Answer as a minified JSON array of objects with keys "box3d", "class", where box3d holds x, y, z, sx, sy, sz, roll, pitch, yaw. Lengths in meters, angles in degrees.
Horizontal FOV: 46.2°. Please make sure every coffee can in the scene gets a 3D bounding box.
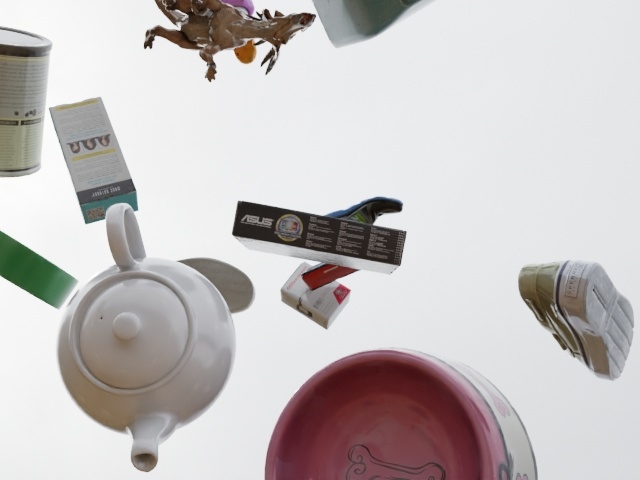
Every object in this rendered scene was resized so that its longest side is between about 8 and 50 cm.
[{"box3d":[-0.676,-0.293,1.564,0.201,0.201,0.275,14,-69,4],"class":"coffee can"}]

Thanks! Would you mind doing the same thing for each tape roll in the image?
[{"box3d":[-0.658,0.029,1.548,0.321,0.077,0.321,29,-14,8],"class":"tape roll"}]

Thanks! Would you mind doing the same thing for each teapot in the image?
[{"box3d":[-0.229,0.120,0.958,0.256,0.252,0.187,33,-17,11],"class":"teapot"}]

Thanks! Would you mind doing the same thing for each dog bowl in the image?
[{"box3d":[0.098,0.341,1.094,0.408,0.408,0.150,-6,-25,22],"class":"dog bowl"}]

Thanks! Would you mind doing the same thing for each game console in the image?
[{"box3d":[0.024,0.052,1.801,0.144,0.085,0.124,-24,-30,5],"class":"game console"}]

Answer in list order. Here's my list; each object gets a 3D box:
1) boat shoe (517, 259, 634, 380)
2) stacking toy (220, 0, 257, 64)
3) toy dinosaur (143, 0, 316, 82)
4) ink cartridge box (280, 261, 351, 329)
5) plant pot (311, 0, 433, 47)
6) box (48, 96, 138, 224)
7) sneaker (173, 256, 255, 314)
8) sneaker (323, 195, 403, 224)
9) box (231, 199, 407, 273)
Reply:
[{"box3d":[0.356,0.102,1.024,0.094,0.109,0.302,13,-22,38],"class":"boat shoe"},{"box3d":[-0.193,-0.466,1.460,0.302,0.166,0.175,61,-38,18],"class":"stacking toy"},{"box3d":[-0.172,-0.363,1.291,0.296,0.200,0.127,26,-63,29],"class":"toy dinosaur"},{"box3d":[-0.014,0.141,1.929,0.150,0.109,0.063,31,-29,16],"class":"ink cartridge box"},{"box3d":[0.120,-0.496,1.295,0.247,0.252,0.248,-33,-66,-11],"class":"plant pot"},{"box3d":[-0.414,-0.150,1.365,0.100,0.244,0.060,-16,-30,-18],"class":"box"},{"box3d":[-0.244,0.108,1.463,0.292,0.108,0.169,5,-22,17],"class":"sneaker"},{"box3d":[0.079,-0.034,1.498,0.188,0.078,0.067,-21,-14,4],"class":"sneaker"},{"box3d":[0.000,0.000,1.260,0.270,0.060,0.216,10,-7,3],"class":"box"}]
